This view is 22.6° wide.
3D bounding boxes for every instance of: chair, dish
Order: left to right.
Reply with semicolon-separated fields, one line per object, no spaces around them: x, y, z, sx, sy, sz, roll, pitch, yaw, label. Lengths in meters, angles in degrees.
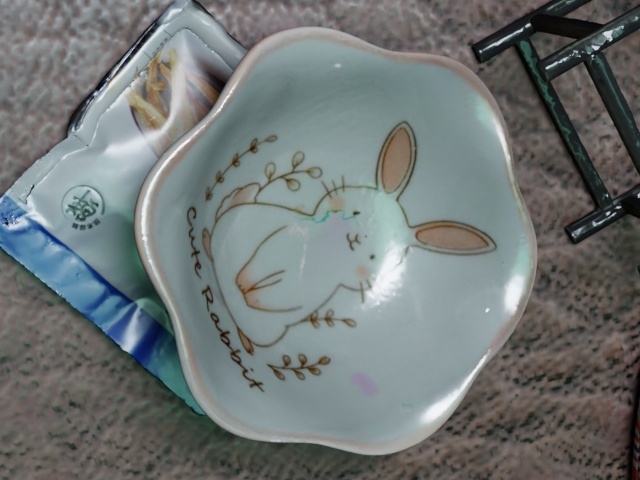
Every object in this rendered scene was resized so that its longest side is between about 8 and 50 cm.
0.000;0.000;0.852;0.229;0.081;0.229;-2;95;-24;dish
0.241;-0.107;0.889;0.260;0.141;0.154;-31;106;-4;chair

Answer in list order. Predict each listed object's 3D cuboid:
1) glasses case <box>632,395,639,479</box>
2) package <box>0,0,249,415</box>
0.225;0.142;0.972;0.073;0.049;0.194;-2;100;-12;glasses case
-0.069;-0.017;0.883;0.171;0.027;0.173;42;84;-16;package
